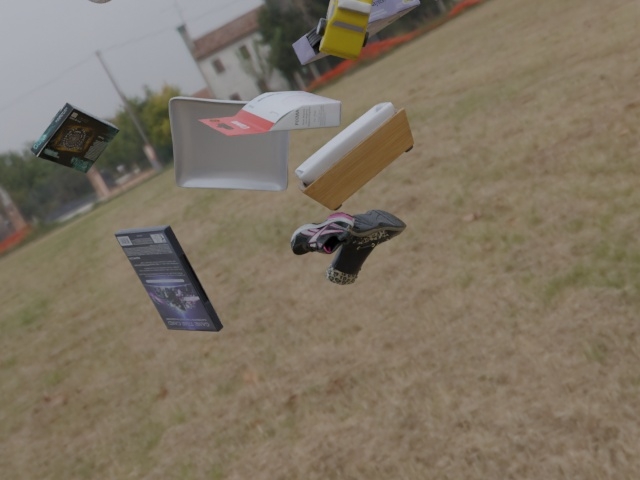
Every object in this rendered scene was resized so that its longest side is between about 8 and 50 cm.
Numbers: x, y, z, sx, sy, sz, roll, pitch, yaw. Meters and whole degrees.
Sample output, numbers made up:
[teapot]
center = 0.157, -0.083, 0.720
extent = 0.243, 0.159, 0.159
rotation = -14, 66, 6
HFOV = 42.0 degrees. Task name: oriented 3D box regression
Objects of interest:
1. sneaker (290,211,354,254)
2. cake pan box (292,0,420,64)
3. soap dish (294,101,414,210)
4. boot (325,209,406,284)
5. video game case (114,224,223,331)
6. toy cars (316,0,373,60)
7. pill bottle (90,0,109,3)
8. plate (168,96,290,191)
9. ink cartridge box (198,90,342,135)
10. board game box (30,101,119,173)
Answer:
[sneaker]
center = 0.000, 0.000, 1.925
extent = 0.178, 0.072, 0.077
rotation = -29, 45, 37
[cake pan box]
center = 0.087, -0.555, 2.158
extent = 0.266, 0.070, 0.245
rotation = -30, 4, -35
[soap dish]
center = 0.079, -0.193, 1.938
extent = 0.291, 0.118, 0.229
rotation = -40, 9, 1
[boot]
center = 0.114, 0.017, 2.163
extent = 0.236, 0.085, 0.179
rotation = -9, -50, -52
[video game case]
center = -0.349, 0.091, 1.914
extent = 0.196, 0.274, 0.026
rotation = -3, 30, 43
[toy cars]
center = 0.143, -0.512, 1.623
extent = 0.393, 0.176, 0.087
rotation = -37, 14, -3
[pill bottle]
center = -0.442, -0.651, 1.883
extent = 0.146, 0.146, 0.264
rotation = -17, 25, 44
[plate]
center = -0.210, -0.231, 1.972
extent = 0.277, 0.278, 0.045
rotation = 2, 47, -4
[ink cartridge box]
center = -0.101, -0.254, 1.637
extent = 0.232, 0.066, 0.189
rotation = -4, 18, -26
[board game box]
center = -0.515, -0.213, 1.760
extent = 0.126, 0.026, 0.186
rotation = -50, -16, 5
